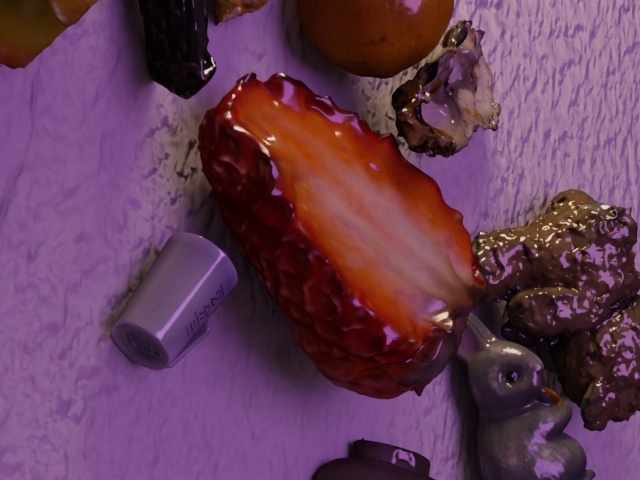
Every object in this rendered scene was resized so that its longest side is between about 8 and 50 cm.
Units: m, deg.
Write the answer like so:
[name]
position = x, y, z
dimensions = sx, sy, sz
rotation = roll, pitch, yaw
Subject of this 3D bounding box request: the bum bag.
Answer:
[bum bag]
position = -0.137, -0.248, 1.702
dimensions = 0.069, 0.102, 0.248
rotation = 10, 74, -48

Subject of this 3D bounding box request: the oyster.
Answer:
[oyster]
position = 0.125, -0.154, 1.947
dimensions = 0.345, 0.078, 0.129
rotation = -40, 128, -65

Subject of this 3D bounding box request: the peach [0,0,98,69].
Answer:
[peach]
position = -0.223, -0.346, 1.527
dimensions = 0.306, 0.242, 0.380
rotation = 51, 52, -20

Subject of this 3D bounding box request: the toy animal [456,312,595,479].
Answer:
[toy animal]
position = 0.202, 0.176, 1.971
dimensions = 0.138, 0.108, 0.236
rotation = -35, 106, -45

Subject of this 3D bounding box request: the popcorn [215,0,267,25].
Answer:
[popcorn]
position = -0.086, -0.244, 1.798
dimensions = 0.084, 0.084, 0.084
rotation = 14, 71, -45

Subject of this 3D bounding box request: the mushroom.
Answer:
[mushroom]
position = 0.085, 0.277, 1.828
dimensions = 0.188, 0.117, 0.141
rotation = 30, 72, -45

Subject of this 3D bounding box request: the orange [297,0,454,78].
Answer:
[orange]
position = 0.057, -0.234, 1.876
dimensions = 0.159, 0.159, 0.136
rotation = -54, 143, -40

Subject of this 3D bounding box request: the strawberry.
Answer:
[strawberry]
position = 0.000, 0.000, 1.767
dimensions = 0.336, 0.149, 0.265
rotation = 46, 36, -13

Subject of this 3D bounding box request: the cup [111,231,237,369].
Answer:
[cup]
position = -0.128, 0.064, 1.673
dimensions = 0.116, 0.074, 0.104
rotation = -57, 150, -34

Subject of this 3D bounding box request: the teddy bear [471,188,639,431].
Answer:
[teddy bear]
position = 0.300, 0.078, 2.070
dimensions = 0.267, 0.156, 0.256
rotation = -28, 103, -49
